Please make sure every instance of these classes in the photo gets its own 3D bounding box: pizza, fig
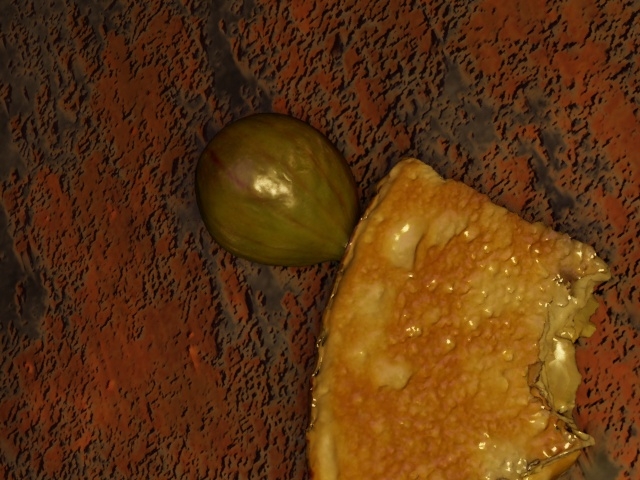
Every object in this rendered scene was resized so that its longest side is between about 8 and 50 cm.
[{"bbox_3d":[0.102,0.089,1.363,0.223,0.089,0.323,-1,66,26],"label":"pizza"},{"bbox_3d":[0.000,0.000,1.475,0.124,0.124,0.236,-48,70,12],"label":"fig"}]
